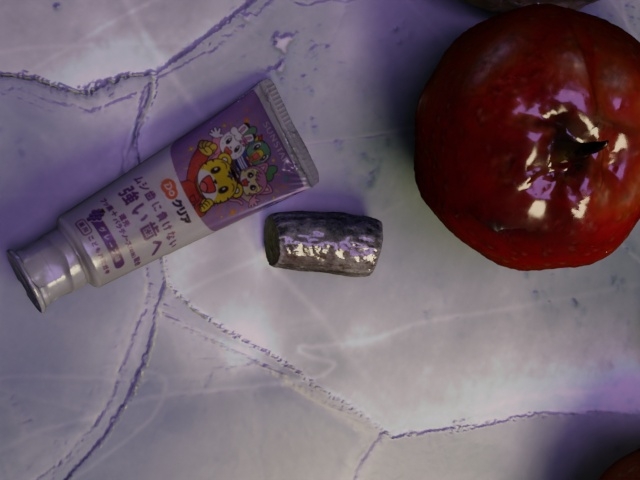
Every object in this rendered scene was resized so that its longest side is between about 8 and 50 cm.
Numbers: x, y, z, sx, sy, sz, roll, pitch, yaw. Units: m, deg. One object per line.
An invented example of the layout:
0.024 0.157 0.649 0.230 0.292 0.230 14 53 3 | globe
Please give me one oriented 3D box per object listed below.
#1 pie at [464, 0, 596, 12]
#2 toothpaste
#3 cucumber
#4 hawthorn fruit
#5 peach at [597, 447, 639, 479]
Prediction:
0.196 -0.377 1.242 0.339 0.083 0.339 0 91 -12 | pie
-0.143 -0.035 1.194 0.299 0.073 0.114 -31 100 -18 | toothpaste
0.002 0.001 1.229 0.112 0.064 0.064 7 92 -11 | cucumber
0.214 -0.091 1.151 0.254 0.300 0.254 -1 95 -11 | hawthorn fruit
0.362 0.319 1.250 0.252 0.252 0.252 -1 93 -13 | peach
